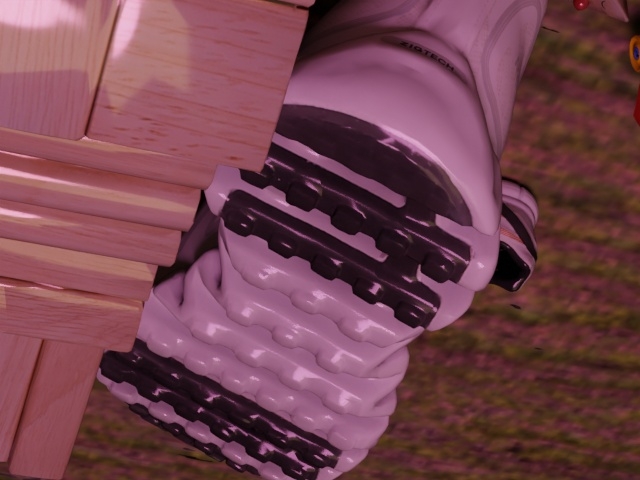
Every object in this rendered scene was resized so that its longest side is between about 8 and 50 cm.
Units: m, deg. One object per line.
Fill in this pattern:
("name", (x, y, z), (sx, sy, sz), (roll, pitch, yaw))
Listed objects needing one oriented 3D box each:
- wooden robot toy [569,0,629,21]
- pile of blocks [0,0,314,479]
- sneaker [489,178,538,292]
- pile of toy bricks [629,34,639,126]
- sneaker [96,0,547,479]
("wooden robot toy", (0.041, -0.128, 0.501), (0.079, 0.076, 0.173), (-12, 135, 20))
("pile of blocks", (-0.099, -0.044, 0.483), (0.112, 0.149, 0.362), (11, 153, -16))
("sneaker", (0.038, -0.006, 0.636), (0.109, 0.044, 0.040), (6, 136, -10))
("pile of toy bricks", (0.166, -0.105, 0.499), (0.118, 0.105, 0.212), (-9, 134, -10))
("sneaker", (0.000, 0.000, 0.567), (0.110, 0.118, 0.292), (30, 148, -6))
